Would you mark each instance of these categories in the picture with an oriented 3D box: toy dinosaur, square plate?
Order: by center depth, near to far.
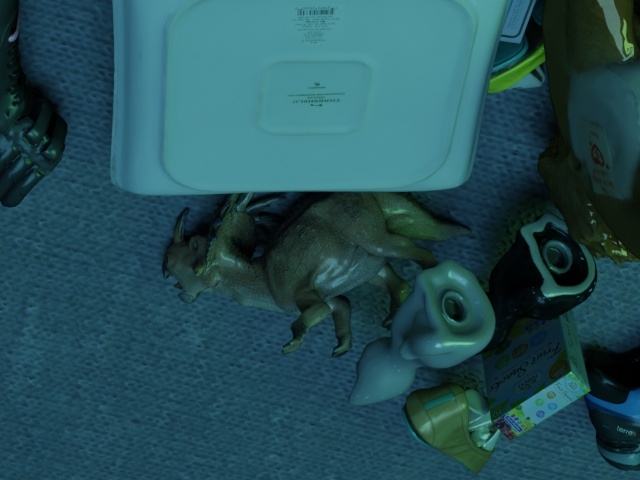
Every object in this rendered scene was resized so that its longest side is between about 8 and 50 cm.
[{"bbox_3d":[-0.010,-0.143,1.590,0.347,0.049,0.344,-1,144,-8],"label":"square plate"},{"bbox_3d":[0.000,0.000,1.775,0.296,0.200,0.127,-26,162,-10],"label":"toy dinosaur"}]

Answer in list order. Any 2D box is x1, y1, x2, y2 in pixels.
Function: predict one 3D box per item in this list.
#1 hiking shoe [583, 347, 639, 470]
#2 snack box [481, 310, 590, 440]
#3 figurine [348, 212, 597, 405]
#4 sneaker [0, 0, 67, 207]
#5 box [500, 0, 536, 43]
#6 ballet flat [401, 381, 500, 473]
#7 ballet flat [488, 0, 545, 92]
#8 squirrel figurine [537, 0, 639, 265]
[{"bbox_3d":[0.415,0.134,1.867,0.304,0.113,0.132,-23,113,8],"label":"hiking shoe"},{"bbox_3d":[0.217,0.127,1.838,0.100,0.141,0.037,-36,116,20],"label":"snack box"},{"bbox_3d":[0.136,0.084,1.762,0.215,0.092,0.209,-23,165,-31],"label":"figurine"},{"bbox_3d":[-0.289,-0.150,1.674,0.147,0.104,0.295,20,126,-16],"label":"sneaker"},{"bbox_3d":[0.057,-0.278,1.571,0.290,0.087,0.169,7,124,-19],"label":"box"},{"bbox_3d":[0.151,0.192,1.860,0.073,0.080,0.232,-30,161,10],"label":"ballet flat"},{"bbox_3d":[0.205,-0.186,1.679,0.231,0.077,0.077,-33,131,17],"label":"ballet flat"},{"bbox_3d":[0.405,-0.121,1.639,0.370,0.281,0.397,-20,159,-14],"label":"squirrel figurine"}]
